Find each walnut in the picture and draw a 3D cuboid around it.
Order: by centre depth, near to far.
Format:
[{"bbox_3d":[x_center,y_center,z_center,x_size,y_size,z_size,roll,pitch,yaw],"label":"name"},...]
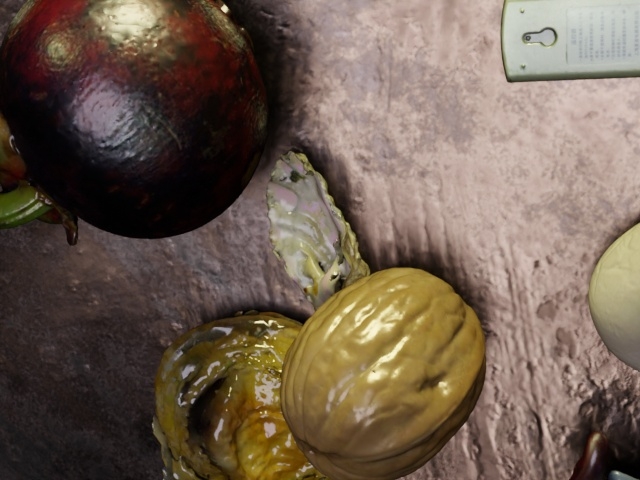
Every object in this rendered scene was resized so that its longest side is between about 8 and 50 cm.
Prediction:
[{"bbox_3d":[0.076,0.151,1.176,0.261,0.225,0.225,-42,93,-20],"label":"walnut"}]

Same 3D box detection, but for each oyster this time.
[{"bbox_3d":[0.003,-0.007,1.240,0.133,0.072,0.209,-34,81,48],"label":"oyster"}]

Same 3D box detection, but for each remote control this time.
[{"bbox_3d":[0.312,-0.223,1.120,0.233,0.038,0.098,0,104,15],"label":"remote control"}]

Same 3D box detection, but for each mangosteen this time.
[{"bbox_3d":[-0.227,-0.125,1.120,0.359,0.306,0.306,-42,93,-15],"label":"mangosteen"}]

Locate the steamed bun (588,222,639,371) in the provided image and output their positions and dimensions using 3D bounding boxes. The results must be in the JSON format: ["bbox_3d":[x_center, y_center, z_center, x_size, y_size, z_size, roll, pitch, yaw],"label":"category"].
[{"bbox_3d":[0.403,0.055,1.126,0.228,0.131,0.177,-33,94,22],"label":"steamed bun"}]

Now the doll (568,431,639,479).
[{"bbox_3d":[0.433,0.268,1.141,0.339,0.318,0.209,-29,59,10],"label":"doll"}]

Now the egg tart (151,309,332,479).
[{"bbox_3d":[-0.080,0.236,1.287,0.297,0.132,0.297,0,102,-1],"label":"egg tart"}]
